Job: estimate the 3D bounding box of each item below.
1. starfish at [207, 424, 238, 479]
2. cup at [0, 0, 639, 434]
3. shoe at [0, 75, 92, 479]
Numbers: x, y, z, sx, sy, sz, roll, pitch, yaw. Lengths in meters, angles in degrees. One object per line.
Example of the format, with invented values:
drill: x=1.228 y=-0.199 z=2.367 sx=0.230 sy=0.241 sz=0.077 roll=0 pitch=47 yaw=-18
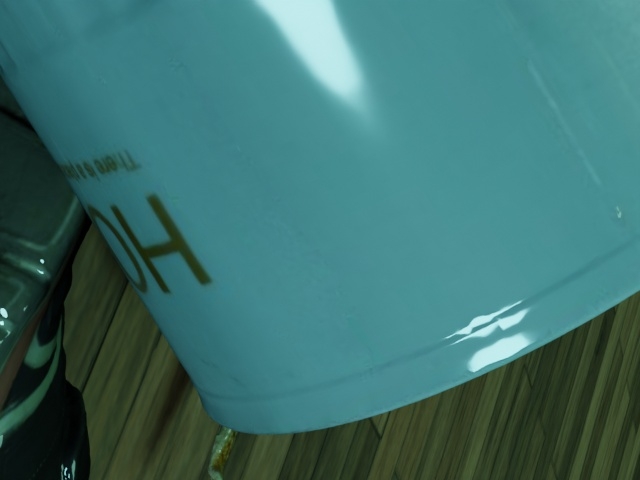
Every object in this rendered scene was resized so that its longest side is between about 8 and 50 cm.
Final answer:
starfish: x=-0.005 y=-0.003 z=1.048 sx=0.231 sy=0.048 sz=0.295 roll=-55 pitch=-170 yaw=51
cup: x=0.000 y=-0.154 z=0.621 sx=0.311 sy=0.257 sz=0.331 roll=58 pitch=26 yaw=-15
shoe: x=-0.133 y=0.052 z=0.709 sx=0.137 sy=0.114 sz=0.291 roll=40 pitch=65 yaw=-62
